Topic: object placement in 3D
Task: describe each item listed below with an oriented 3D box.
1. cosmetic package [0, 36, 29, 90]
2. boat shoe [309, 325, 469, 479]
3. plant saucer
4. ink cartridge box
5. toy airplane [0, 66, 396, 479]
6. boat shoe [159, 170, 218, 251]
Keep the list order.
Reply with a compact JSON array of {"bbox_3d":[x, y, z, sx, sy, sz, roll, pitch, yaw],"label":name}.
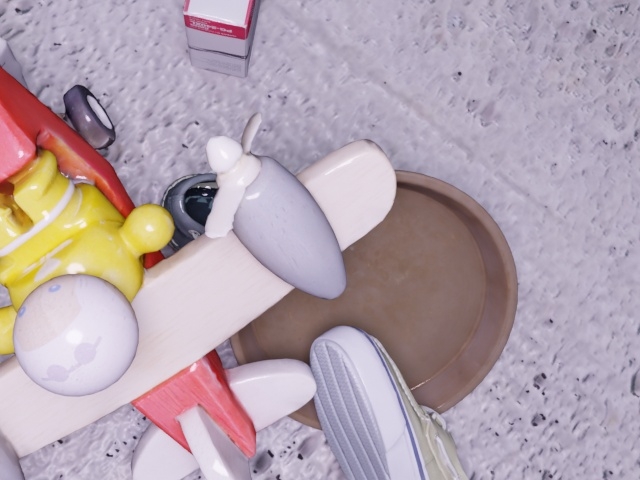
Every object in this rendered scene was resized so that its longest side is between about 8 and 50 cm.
[{"bbox_3d":[-0.391,-0.144,0.929,0.183,0.151,0.151,31,79,-3],"label":"cosmetic package"},{"bbox_3d":[0.080,0.204,0.966,0.094,0.109,0.302,-32,111,-29],"label":"boat shoe"},{"bbox_3d":[0.049,0.059,0.969,0.277,0.041,0.278,-3,114,-7],"label":"plant saucer"},{"bbox_3d":[-0.091,-0.237,0.992,0.063,0.150,0.109,10,80,-3],"label":"ink cartridge box"},{"bbox_3d":[-0.163,0.071,0.807,0.384,0.272,0.386,13,101,-4],"label":"toy airplane"},{"bbox_3d":[0.000,0.000,0.996,0.319,0.099,0.116,13,77,-8],"label":"boat shoe"}]
